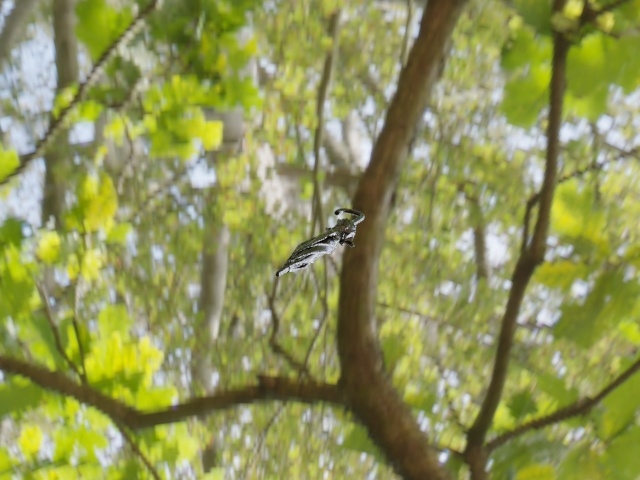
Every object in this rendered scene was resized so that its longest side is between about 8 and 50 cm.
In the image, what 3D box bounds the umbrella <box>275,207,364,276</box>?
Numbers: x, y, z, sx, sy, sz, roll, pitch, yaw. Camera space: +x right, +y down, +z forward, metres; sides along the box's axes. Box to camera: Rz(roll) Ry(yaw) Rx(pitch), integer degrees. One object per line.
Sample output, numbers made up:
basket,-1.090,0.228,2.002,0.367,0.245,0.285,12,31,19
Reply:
umbrella,0.003,0.001,0.884,0.022,0.122,0.013,14,-70,13
